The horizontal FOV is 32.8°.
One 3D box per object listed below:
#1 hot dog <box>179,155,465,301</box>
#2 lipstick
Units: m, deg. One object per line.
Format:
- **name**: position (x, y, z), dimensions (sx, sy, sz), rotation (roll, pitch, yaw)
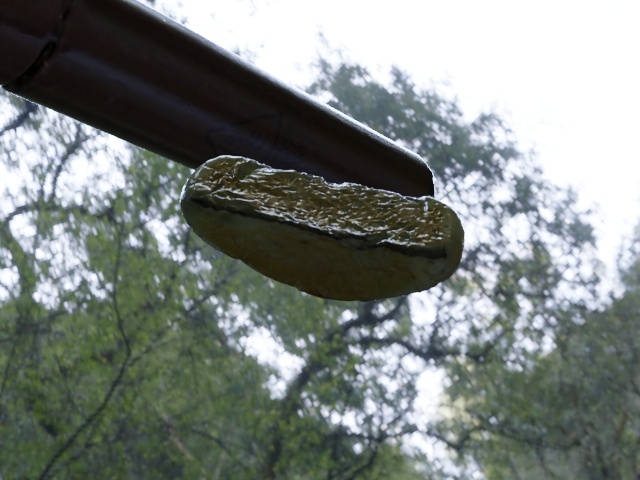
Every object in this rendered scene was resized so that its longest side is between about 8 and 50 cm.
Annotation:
- **hot dog**: position (0.000, 0.000, 0.342), dimensions (0.090, 0.030, 0.034), rotation (12, -51, 11)
- **lipstick**: position (-0.078, -0.069, 0.444), dimensions (0.356, 0.057, 0.057), rotation (23, -69, -43)
